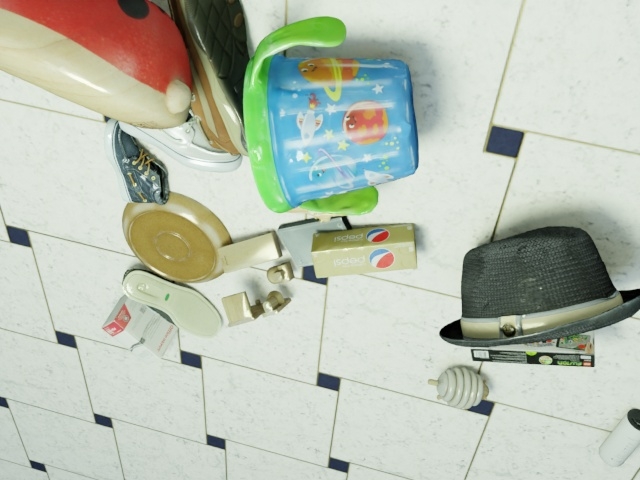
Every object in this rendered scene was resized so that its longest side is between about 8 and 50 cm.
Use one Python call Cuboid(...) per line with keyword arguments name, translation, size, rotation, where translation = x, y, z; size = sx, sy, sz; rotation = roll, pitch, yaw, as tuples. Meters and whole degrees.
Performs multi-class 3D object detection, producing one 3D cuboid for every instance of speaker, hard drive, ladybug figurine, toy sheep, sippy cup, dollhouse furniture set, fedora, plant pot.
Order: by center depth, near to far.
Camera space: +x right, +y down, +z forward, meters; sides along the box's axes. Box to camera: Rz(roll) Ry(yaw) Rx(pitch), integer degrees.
Cuboid(name="ladybug figurine", translation=(-0.354, -0.290, 1.029), size=(0.449, 0.305, 0.162), rotation=(25, 96, 15))
Cuboid(name="sippy cup", translation=(0.026, -0.166, 1.088), size=(0.223, 0.305, 0.240), rotation=(-4, 86, 10))
Cuboid(name="fedora", translation=(0.335, 0.063, 1.191), size=(0.333, 0.334, 0.153), rotation=(-13, 90, 29))
Cuboid(name="hard drive", translation=(0.000, 0.000, 1.370), size=(0.135, 0.022, 0.094), rotation=(-11, 126, 27))
Cuboid(name="dollhouse furniture set", translation=(-0.118, 0.066, 1.463), size=(0.144, 0.123, 0.151), rotation=(-16, 96, 16))
Cuboid(name="plant pot", translation=(-0.286, 0.004, 1.472), size=(0.236, 0.032, 0.236), rotation=(10, 133, 10))
Cuboid(name="speaker", translation=(0.606, 0.392, 1.485), size=(0.055, 0.055, 0.136), rotation=(16, 134, 5))
Cuboid(name="toy sheep", translation=(0.276, 0.295, 1.496), size=(0.132, 0.091, 0.091), rotation=(7, 136, -12))

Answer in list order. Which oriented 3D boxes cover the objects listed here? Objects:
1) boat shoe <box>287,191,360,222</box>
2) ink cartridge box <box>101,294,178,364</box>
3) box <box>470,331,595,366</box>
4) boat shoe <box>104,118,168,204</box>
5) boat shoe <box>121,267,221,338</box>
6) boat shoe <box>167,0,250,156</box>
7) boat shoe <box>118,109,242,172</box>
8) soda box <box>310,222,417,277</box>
Cuboid(name="boat shoe", translation=(0.009, -0.059, 1.285), size=(0.169, 0.063, 0.059), rotation=(-4, 123, 22))
Cuboid(name="ink cartridge box", translation=(-0.392, 0.190, 1.630), size=(0.056, 0.099, 0.135), rotation=(-28, 116, 37))
Cuboid(name="box", translation=(0.376, 0.165, 1.322), size=(0.206, 0.114, 0.036), rotation=(0, 131, 21))
Cuboid(name="boat shoe", translation=(-0.324, -0.139, 1.338), size=(0.083, 0.065, 0.183), rotation=(7, 138, 11))
Cuboid(name="boat shoe", translation=(-0.311, 0.128, 1.578), size=(0.233, 0.084, 0.079), rotation=(33, 172, -20))
Cuboid(name="boat shoe", translation=(-0.174, -0.266, 1.121), size=(0.119, 0.123, 0.324), rotation=(1, 124, 29))
Cuboid(name="boat shoe", translation=(-0.235, -0.184, 1.245), size=(0.226, 0.083, 0.076), rotation=(20, 135, 3))
Cuboid(name="soda box", translation=(0.076, 0.018, 1.309), size=(0.181, 0.058, 0.061), rotation=(-6, 126, 9))
